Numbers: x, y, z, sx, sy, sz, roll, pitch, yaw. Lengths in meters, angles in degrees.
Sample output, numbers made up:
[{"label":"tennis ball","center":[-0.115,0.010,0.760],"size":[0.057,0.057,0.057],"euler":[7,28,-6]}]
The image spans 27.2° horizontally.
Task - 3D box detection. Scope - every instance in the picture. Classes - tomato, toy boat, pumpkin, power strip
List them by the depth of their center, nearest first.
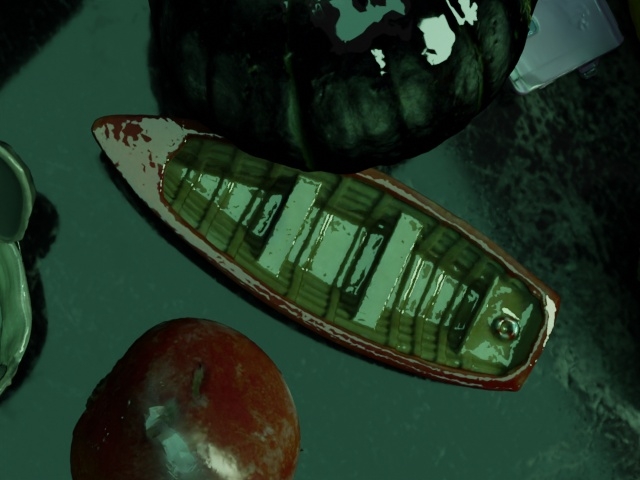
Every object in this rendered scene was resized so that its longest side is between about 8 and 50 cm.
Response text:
[{"label":"pumpkin","center":[0.007,-0.204,0.949],"size":[0.296,0.296,0.295],"euler":[1,86,-8]},{"label":"tomato","center":[-0.098,0.156,1.009],"size":[0.173,0.099,0.189],"euler":[38,81,-2]},{"label":"toy boat","center":[0.000,0.000,1.044],"size":[0.392,0.079,0.136],"euler":[26,85,-6]},{"label":"power strip","center":[0.148,-0.253,1.103],"size":[0.109,0.037,0.279],"euler":[-27,90,-9]}]

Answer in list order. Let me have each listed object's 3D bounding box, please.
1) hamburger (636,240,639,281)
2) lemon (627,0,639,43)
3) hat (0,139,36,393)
[{"label":"hamburger","center":[0.384,0.055,1.008],"size":[0.285,0.265,0.134],"euler":[8,46,11]},{"label":"lemon","center":[0.356,-0.205,1.035],"size":[0.234,0.233,0.288],"euler":[-5,75,-8]},{"label":"hat","center":[-0.319,0.022,0.922],"size":[0.161,0.275,0.232],"euler":[23,57,34]}]
